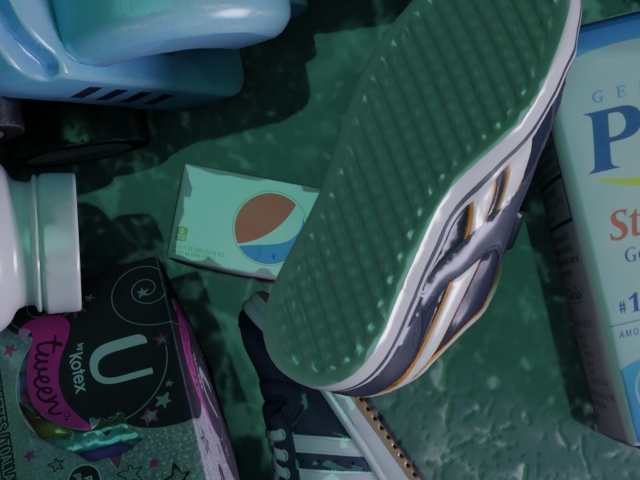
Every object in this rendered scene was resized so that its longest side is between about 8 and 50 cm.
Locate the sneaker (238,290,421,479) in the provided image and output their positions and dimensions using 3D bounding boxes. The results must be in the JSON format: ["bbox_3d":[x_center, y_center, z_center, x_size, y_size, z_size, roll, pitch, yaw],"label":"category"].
[{"bbox_3d":[-0.012,0.185,1.120,0.153,0.099,0.282,-35,89,-2],"label":"sneaker"}]

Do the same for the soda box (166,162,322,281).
[{"bbox_3d":[0.000,0.000,1.146,0.216,0.069,0.073,11,87,3],"label":"soda box"}]

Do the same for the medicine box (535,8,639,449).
[{"bbox_3d":[0.300,-0.024,1.097,0.264,0.149,0.289,-13,87,1],"label":"medicine box"}]

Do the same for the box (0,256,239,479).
[{"bbox_3d":[-0.130,0.164,1.046,0.142,0.163,0.247,-18,55,-1],"label":"box"}]

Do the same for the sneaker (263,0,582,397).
[{"bbox_3d":[0.078,-0.043,1.042,0.126,0.127,0.321,32,93,28],"label":"sneaker"}]

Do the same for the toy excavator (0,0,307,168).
[{"bbox_3d":[-0.049,-0.201,1.065,0.445,0.433,0.222,-12,86,29],"label":"toy excavator"}]

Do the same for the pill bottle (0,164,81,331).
[{"bbox_3d":[-0.264,0.006,0.996,0.216,0.121,0.121,-2,86,-10],"label":"pill bottle"}]
